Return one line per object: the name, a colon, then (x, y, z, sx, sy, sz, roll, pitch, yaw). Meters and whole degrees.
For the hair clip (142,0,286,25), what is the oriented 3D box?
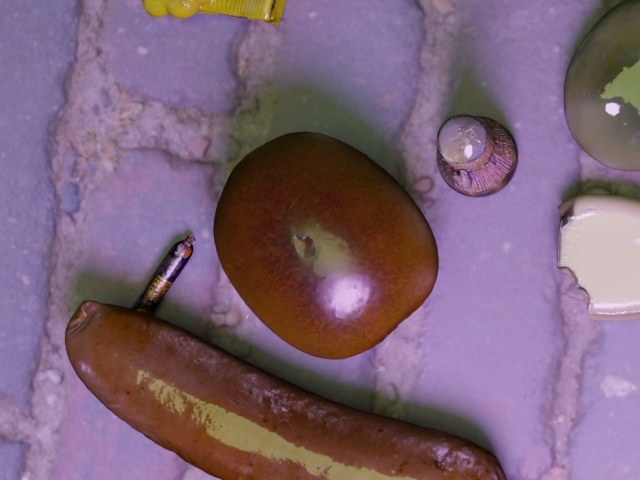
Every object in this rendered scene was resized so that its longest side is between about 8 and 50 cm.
hair clip: (-0.126, -0.268, 1.186, 0.173, 0.046, 0.072, 15, 89, 14)

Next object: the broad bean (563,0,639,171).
broad bean: (0.338, -0.171, 1.059, 0.169, 0.100, 0.228, 35, 98, 17)

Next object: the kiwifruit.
kiwifruit: (0.000, 0.000, 1.085, 0.196, 0.196, 0.234, -39, 76, 9)

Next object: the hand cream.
hand cream: (0.146, -0.087, 1.044, 0.084, 0.203, 0.084, 0, 89, 11)

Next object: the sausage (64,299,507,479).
sausage: (-0.046, 0.200, 1.122, 0.501, 0.123, 0.136, 21, 112, 11)

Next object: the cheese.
cheese: (0.359, 0.024, 1.075, 0.255, 0.050, 0.127, 5, 90, 12)

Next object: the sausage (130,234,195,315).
sausage: (-0.195, 0.077, 1.209, 0.028, 0.025, 0.198, 35, 97, 4)
